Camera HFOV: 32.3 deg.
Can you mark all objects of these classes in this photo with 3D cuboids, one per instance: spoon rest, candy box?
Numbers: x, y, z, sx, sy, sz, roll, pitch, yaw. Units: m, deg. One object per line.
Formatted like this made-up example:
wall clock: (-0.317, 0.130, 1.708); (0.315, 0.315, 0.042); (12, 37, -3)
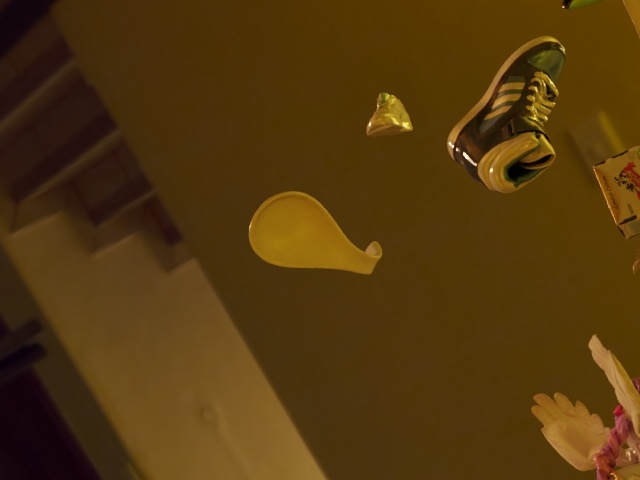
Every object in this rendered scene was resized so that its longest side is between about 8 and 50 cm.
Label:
spoon rest: (0.000, 0.000, 1.925); (0.137, 0.276, 0.084); (-62, -146, 13)
candy box: (0.685, -0.124, 2.210); (0.233, 0.159, 0.071); (-26, 142, 18)

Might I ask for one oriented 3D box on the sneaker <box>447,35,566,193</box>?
sneaker: (0.414, -0.231, 2.138); (0.323, 0.130, 0.236); (-47, -140, 2)

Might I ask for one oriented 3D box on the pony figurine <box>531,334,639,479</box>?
pony figurine: (0.626, 0.376, 2.159); (0.363, 0.351, 0.303); (-11, 145, -26)

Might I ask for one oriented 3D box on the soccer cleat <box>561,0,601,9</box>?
soccer cleat: (0.239, -0.313, 1.082); (0.072, 0.179, 0.060); (-26, -163, -2)

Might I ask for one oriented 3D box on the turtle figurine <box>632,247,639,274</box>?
turtle figurine: (0.555, -0.084, 1.607); (0.274, 0.266, 0.198); (-1, 172, 38)

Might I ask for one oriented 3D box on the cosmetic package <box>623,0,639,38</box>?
cosmetic package: (0.567, -0.400, 1.618); (0.224, 0.138, 0.225); (-22, -164, 28)

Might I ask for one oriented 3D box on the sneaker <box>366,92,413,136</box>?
sneaker: (0.142, -0.277, 2.401); (0.080, 0.094, 0.212); (-11, -179, 17)
